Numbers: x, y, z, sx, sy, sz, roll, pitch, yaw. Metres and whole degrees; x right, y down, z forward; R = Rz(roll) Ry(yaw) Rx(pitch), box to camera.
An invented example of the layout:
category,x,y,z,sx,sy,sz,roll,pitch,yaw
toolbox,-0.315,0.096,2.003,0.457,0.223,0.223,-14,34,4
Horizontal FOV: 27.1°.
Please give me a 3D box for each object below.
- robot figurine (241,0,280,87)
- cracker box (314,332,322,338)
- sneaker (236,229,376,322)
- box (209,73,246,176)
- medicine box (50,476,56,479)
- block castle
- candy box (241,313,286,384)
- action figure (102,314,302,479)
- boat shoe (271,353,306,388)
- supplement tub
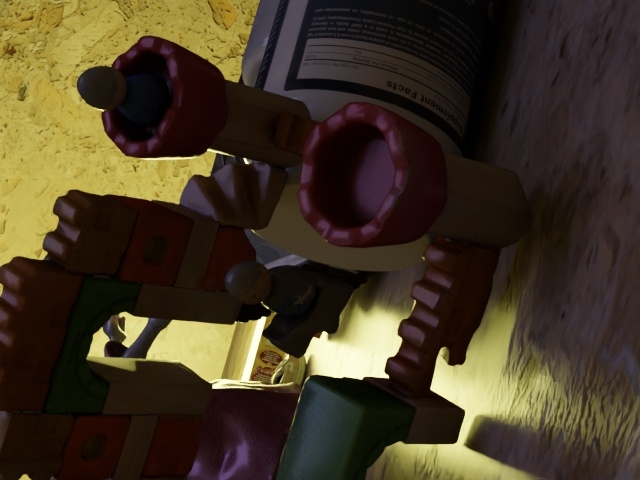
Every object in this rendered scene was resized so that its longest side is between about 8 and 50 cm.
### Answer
category,x,y,z,sx,sy,sz,roll,pitch,yaw
robot figurine,0.037,-0.242,1.390,0.300,0.200,0.353,48,-130,-52
cracker box,0.000,0.000,1.747,0.232,0.067,0.155,-86,15,-61
sneaker,-0.042,0.015,1.467,0.271,0.100,0.108,-17,64,43
box,-0.026,-0.068,1.535,0.056,0.231,0.183,-17,-39,-41
medicine box,-0.220,0.366,1.685,0.263,0.289,0.149,122,164,-67
block castle,-0.079,0.107,0.899,0.303,0.213,0.453,25,101,43
candy box,-0.090,0.207,2.072,0.109,0.053,0.186,131,154,-73
action figure,-0.198,0.208,1.542,0.248,0.370,0.275,122,160,-77
boat shoe,-0.052,0.198,1.759,0.153,0.048,0.056,-80,10,-49
supplement tub,0.042,-0.130,1.138,0.191,0.191,0.272,122,164,-68
